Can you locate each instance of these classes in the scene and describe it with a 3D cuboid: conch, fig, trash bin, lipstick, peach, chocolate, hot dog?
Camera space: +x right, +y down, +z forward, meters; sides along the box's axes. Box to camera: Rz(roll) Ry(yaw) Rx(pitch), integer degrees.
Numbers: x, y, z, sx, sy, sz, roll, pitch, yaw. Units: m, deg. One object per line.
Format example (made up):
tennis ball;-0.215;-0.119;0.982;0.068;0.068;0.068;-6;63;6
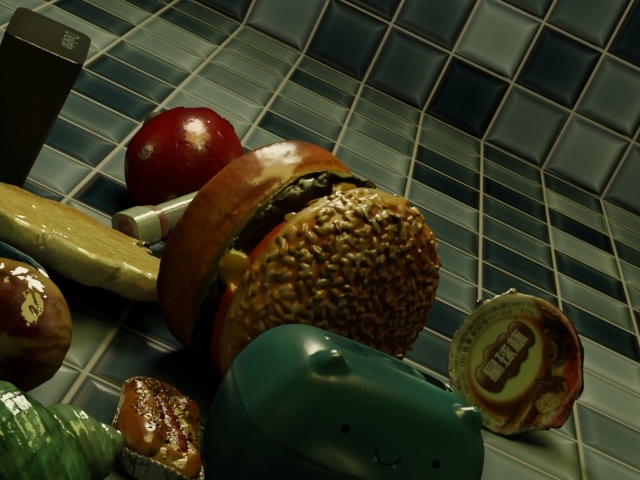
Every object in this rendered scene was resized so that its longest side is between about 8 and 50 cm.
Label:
conch;-0.284;0.196;1.416;0.188;0.122;0.176;25;-7;-16
fig;-0.319;0.088;1.625;0.160;0.143;0.230;28;18;20
trash bin;-0.418;-0.188;2.132;0.115;0.226;0.165;22;18;-13
lipstick;-0.206;-0.036;2.183;0.063;0.057;0.186;11;24;44
peach;-0.206;-0.107;2.301;0.197;0.197;0.197;24;18;-8
chocolate;0.272;0.174;2.200;0.221;0.221;0.147;25;-2;-4
hot dog;-0.174;0.204;1.649;0.108;0.059;0.191;28;15;-16

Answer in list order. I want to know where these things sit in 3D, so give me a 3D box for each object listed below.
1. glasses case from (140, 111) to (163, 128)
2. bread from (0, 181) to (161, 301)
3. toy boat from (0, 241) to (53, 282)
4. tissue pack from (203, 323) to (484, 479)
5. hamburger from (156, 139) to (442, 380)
glasses case;-0.173;-0.112;2.514;0.131;0.074;0.323;10;24;-44
bread;-0.317;0.003;1.960;0.316;0.054;0.316;26;6;-3
toy boat;-0.438;0.027;1.728;0.291;0.070;0.210;11;7;-38
tissue pack;0.033;0.210;1.653;0.287;0.206;0.198;26;15;-20
hamburger;-0.021;0.057;1.861;0.250;0.330;0.330;38;21;28
